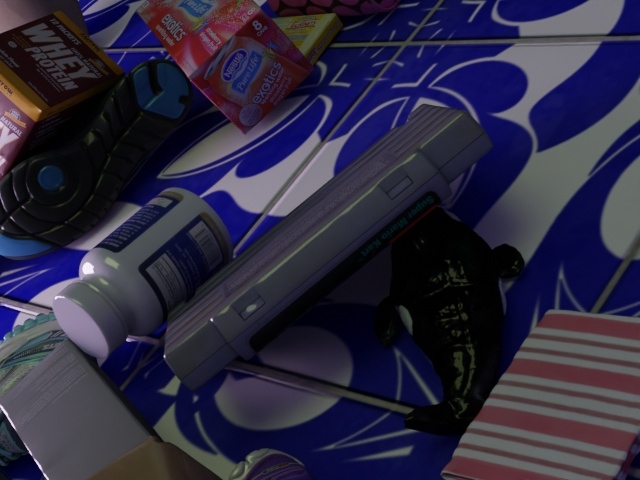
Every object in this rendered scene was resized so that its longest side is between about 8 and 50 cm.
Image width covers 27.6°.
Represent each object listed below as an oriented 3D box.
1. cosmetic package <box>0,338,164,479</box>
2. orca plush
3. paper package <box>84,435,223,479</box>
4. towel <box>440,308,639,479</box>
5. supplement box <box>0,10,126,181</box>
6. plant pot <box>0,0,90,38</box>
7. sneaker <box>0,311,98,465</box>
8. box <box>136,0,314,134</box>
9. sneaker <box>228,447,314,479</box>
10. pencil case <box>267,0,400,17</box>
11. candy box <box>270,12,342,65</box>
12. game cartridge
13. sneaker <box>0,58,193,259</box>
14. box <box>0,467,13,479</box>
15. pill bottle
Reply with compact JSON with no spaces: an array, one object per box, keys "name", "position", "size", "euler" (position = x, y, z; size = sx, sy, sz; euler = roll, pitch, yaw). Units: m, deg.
[{"name":"cosmetic package","position":[-0.198,0.201,1.207],"size":[0.107,0.127,0.238],"euler":[-44,34,-12]},{"name":"orca plush","position":[0.092,0.046,1.157],"size":[0.151,0.102,0.287],"euler":[-18,36,27]},{"name":"paper package","position":[-0.157,0.355,0.887],"size":[0.309,0.168,0.325],"euler":[-33,41,6]},{"name":"towel","position":[0.197,0.133,1.016],"size":[0.144,0.029,0.197],"euler":[7,48,44]},{"name":"supplement box","position":[-0.401,-0.179,1.756],"size":[0.194,0.129,0.191],"euler":[-50,-6,35]},{"name":"plant pot","position":[-0.504,-0.385,2.121],"size":[0.256,0.274,0.256],"euler":[-24,34,17]},{"name":"sneaker","position":[-0.358,0.192,1.386],"size":[0.283,0.110,0.122],"euler":[-41,36,-9]},{"name":"box","position":[-0.130,-0.266,1.712],"size":[0.128,0.122,0.257],"euler":[-42,37,3]},{"name":"sneaker","position":[-0.066,0.248,1.082],"size":[0.071,0.068,0.170],"euler":[16,60,39]},{"name":"pencil case","position":[0.013,-0.350,1.754],"size":[0.209,0.098,0.095],"euler":[5,32,44]},{"name":"candy box","position":[-0.071,-0.265,1.788],"size":[0.206,0.027,0.105],"euler":[6,51,47]},{"name":"game cartridge","position":[0.000,0.000,1.263],"size":[0.355,0.068,0.230],"euler":[-39,13,1]},{"name":"sneaker","position":[-0.304,-0.100,1.742],"size":[0.341,0.125,0.139],"euler":[-41,7,-7]},{"name":"box","position":[-0.312,0.267,1.123],"size":[0.159,0.233,0.044],"euler":[-24,34,18]},{"name":"pill bottle","position":[-0.193,0.037,1.400],"size":[0.112,0.112,0.187],"euler":[5,39,46]}]
